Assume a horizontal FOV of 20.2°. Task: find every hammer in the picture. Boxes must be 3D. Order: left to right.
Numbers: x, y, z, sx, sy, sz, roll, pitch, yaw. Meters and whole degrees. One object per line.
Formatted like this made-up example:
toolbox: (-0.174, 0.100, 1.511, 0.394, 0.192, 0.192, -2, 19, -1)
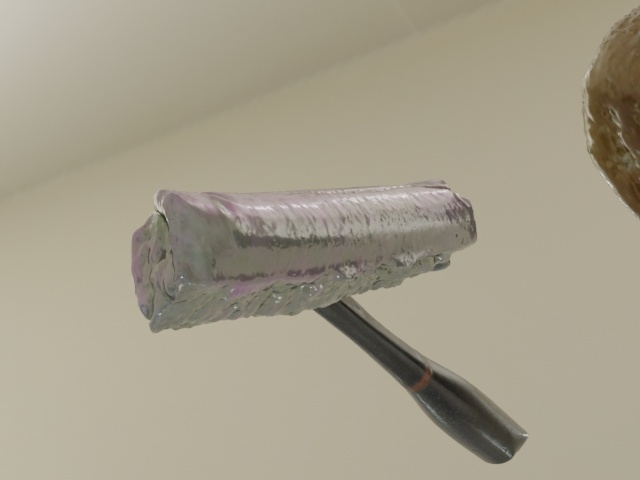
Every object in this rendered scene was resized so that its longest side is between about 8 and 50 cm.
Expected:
hammer: (0.034, 0.063, 1.156, 0.037, 0.290, 0.137, -48, -146, 3)

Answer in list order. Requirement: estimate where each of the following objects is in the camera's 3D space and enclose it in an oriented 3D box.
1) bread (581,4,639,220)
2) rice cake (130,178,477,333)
bread: (0.309, -0.107, 1.164, 0.246, 0.176, 0.195, -25, -135, -26)
rice cake: (-0.001, 0.000, 0.785, 0.049, 0.270, 0.055, -33, -104, 26)
